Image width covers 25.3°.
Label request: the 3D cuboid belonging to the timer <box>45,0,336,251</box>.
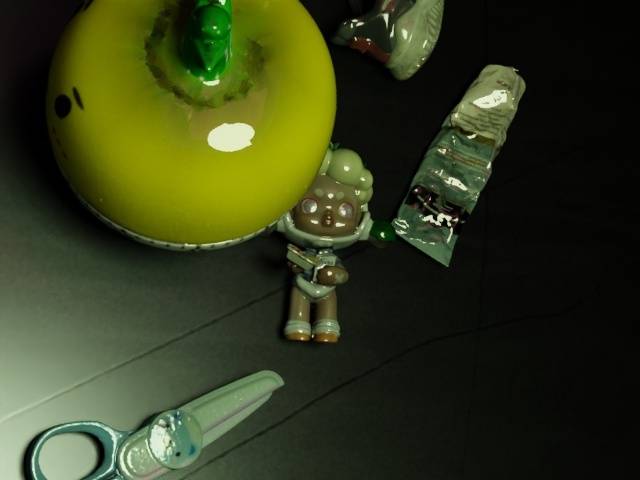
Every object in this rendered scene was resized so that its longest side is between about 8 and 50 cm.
[{"bbox_3d":[-0.106,-0.140,1.238,0.285,0.285,0.285,8,73,-27],"label":"timer"}]

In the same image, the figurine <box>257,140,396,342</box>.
[{"bbox_3d":[0.000,-0.001,1.387,0.147,0.093,0.197,5,74,-11],"label":"figurine"}]

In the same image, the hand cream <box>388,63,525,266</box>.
[{"bbox_3d":[0.154,-0.091,1.529,0.075,0.052,0.248,27,70,5],"label":"hand cream"}]

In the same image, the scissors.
[{"bbox_3d":[-0.139,0.184,1.298,0.256,0.030,0.125,-27,92,-29],"label":"scissors"}]

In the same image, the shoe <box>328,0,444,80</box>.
[{"bbox_3d":[0.072,-0.283,1.505,0.112,0.099,0.228,10,73,-18],"label":"shoe"}]
